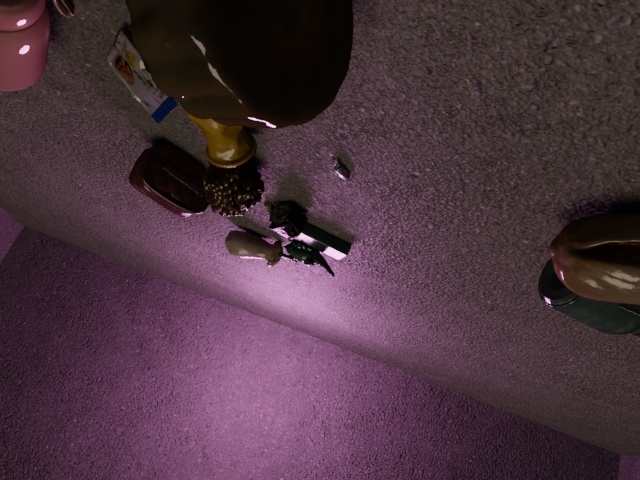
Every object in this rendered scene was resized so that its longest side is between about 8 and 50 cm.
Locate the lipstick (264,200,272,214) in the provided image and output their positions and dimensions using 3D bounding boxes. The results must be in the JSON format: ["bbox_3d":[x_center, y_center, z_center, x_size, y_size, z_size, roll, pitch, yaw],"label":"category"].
[{"bbox_3d":[-0.136,-0.077,1.509,0.037,0.037,0.116,5,150,37],"label":"lipstick"}]

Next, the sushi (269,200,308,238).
[{"bbox_3d":[-0.097,-0.057,1.440,0.098,0.094,0.084,-8,147,44],"label":"sushi"}]

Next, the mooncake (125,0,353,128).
[{"bbox_3d":[-0.098,-0.284,0.625,0.161,0.290,0.290,8,155,39],"label":"mooncake"}]

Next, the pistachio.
[{"bbox_3d":[0.577,0.035,0.918,0.288,0.166,0.197,5,178,28],"label":"pistachio"}]

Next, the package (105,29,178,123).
[{"bbox_3d":[-0.374,-0.335,1.042,0.173,0.027,0.171,55,152,-17],"label":"package"}]

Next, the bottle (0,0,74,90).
[{"bbox_3d":[-0.592,-0.421,0.951,0.206,0.173,0.297,-3,171,-32],"label":"bottle"}]

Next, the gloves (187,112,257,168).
[{"bbox_3d":[-0.223,-0.289,1.021,0.133,0.116,0.294,-10,144,4],"label":"gloves"}]

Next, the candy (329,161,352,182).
[{"bbox_3d":[0.047,-0.158,1.150,0.030,0.020,0.083,8,157,32],"label":"candy"}]

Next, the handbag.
[{"bbox_3d":[-0.410,-0.165,1.402,0.225,0.146,0.135,37,158,-30],"label":"handbag"}]

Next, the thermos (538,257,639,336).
[{"bbox_3d":[0.645,0.133,1.098,0.286,0.145,0.182,25,180,-15],"label":"thermos"}]

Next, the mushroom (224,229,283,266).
[{"bbox_3d":[-0.239,0.025,1.770,0.212,0.097,0.088,20,149,4],"label":"mushroom"}]

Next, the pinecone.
[{"bbox_3d":[-0.219,-0.139,1.284,0.173,0.174,0.173,19,159,8],"label":"pinecone"}]

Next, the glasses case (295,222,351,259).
[{"bbox_3d":[0.000,0.000,1.553,0.184,0.039,0.078,26,159,-12],"label":"glasses case"}]

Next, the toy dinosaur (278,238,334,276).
[{"bbox_3d":[-0.052,0.045,1.602,0.120,0.079,0.292,18,-178,-23],"label":"toy dinosaur"}]
